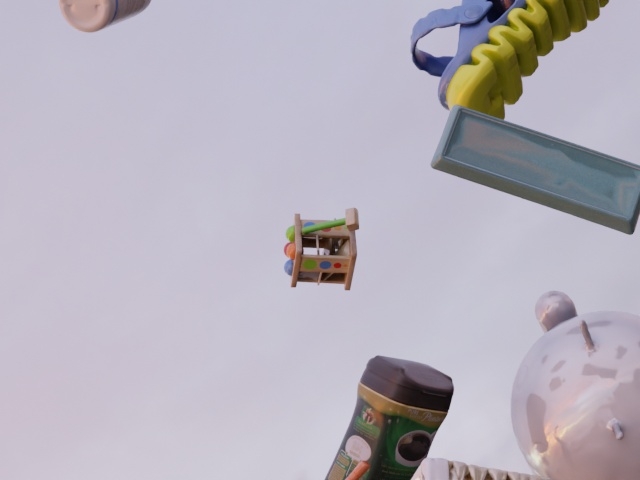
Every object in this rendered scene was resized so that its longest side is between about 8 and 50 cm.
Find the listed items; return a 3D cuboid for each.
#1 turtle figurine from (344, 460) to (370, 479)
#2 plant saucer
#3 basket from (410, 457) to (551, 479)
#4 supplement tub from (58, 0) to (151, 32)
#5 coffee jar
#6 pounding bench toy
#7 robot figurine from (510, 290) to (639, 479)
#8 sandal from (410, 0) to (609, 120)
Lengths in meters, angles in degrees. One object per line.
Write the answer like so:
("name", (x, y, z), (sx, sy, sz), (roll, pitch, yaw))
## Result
("turtle figurine", (0.056, 0.359, 1.619), (0.217, 0.269, 0.087), (28, -13, -31))
("plant saucer", (0.199, -0.067, 1.553), (0.018, 0.192, 0.067), (83, -153, -70))
("basket", (0.114, 0.258, 1.267), (0.103, 0.167, 0.113), (7, -35, -10))
("supplement tub", (-0.244, -0.279, 1.969), (0.071, 0.071, 0.107), (-44, -3, 28))
("coffee jar", (0.065, 0.208, 1.739), (0.096, 0.079, 0.184), (15, -82, -44))
("pounding bench toy", (0.000, 0.000, 1.640), (0.065, 0.052, 0.083), (3, -43, -7))
("robot figurine", (0.309, 0.195, 1.834), (0.200, 0.300, 0.353), (-30, -24, 1))
("sandal", (0.215, -0.264, 1.943), (0.317, 0.138, 0.126), (-44, -36, -21))
